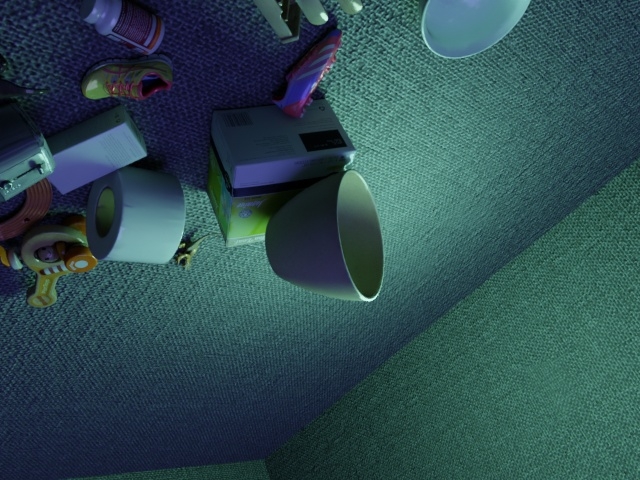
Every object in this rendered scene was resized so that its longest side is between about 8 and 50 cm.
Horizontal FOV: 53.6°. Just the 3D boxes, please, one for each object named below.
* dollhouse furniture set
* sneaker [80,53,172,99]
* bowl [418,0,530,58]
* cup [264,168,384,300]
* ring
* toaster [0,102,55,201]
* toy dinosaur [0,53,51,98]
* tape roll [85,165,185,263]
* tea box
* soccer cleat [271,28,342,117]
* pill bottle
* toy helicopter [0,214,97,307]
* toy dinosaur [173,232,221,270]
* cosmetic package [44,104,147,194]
[{"bbox_3d":[-0.007,-0.535,1.326,0.242,0.212,0.161,-8,152,24],"label":"dollhouse furniture set"},{"bbox_3d":[-0.425,-0.350,1.404,0.209,0.094,0.081,-18,148,-8],"label":"sneaker"},{"bbox_3d":[0.353,-0.602,1.530,0.298,0.134,0.297,-17,147,-12],"label":"bowl"},{"bbox_3d":[0.000,0.000,1.620,0.237,0.331,0.331,-8,154,23],"label":"cup"},{"bbox_3d":[-0.830,-0.109,1.531,0.337,0.032,0.336,-18,147,-12],"label":"ring"},{"bbox_3d":[-0.678,-0.200,1.362,0.146,0.227,0.129,-32,149,-24],"label":"toaster"},{"bbox_3d":[-0.710,-0.329,1.253,0.314,0.121,0.160,-3,153,-38],"label":"toy dinosaur"},{"bbox_3d":[-0.478,-0.064,1.632,0.169,0.246,0.246,8,135,-39],"label":"tape roll"},{"bbox_3d":[-0.119,-0.182,1.728,0.329,0.220,0.323,-10,143,-22],"label":"tea box"},{"bbox_3d":[-0.031,-0.423,1.584,0.095,0.083,0.248,29,117,-7],"label":"soccer cleat"},{"bbox_3d":[-0.402,-0.446,1.290,0.152,0.086,0.086,17,129,-46],"label":"pill bottle"},{"bbox_3d":[-0.767,0.079,1.746,0.235,0.140,0.355,2,141,-32],"label":"toy helicopter"},{"bbox_3d":[-0.406,0.022,1.987,0.112,0.064,0.211,-18,161,-45],"label":"toy dinosaur"},{"bbox_3d":[-0.547,-0.216,1.512,0.231,0.085,0.117,-23,139,-1],"label":"cosmetic package"}]
